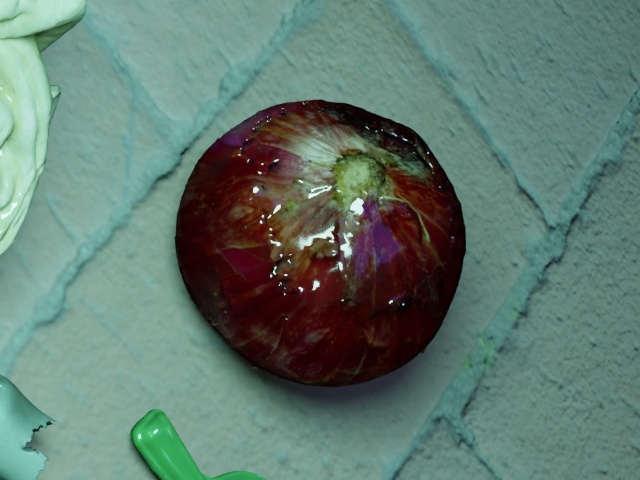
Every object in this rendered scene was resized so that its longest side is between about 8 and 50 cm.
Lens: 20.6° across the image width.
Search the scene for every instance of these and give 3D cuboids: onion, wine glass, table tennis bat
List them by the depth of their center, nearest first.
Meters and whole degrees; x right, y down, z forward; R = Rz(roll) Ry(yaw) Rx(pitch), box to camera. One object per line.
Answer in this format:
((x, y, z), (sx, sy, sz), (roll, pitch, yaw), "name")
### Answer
((-0.305, 0.126, 1.432), (0.195, 0.079, 0.079), (40, 54, -27), "wine glass")
((-0.096, 0.262, 1.617), (0.160, 0.039, 0.257), (-49, 117, -39), "table tennis bat")
((0.000, 0.000, 1.644), (0.276, 0.276, 0.276), (14, 69, -40), "onion")

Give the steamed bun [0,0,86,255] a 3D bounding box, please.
((-0.366, -0.166, 1.354), (0.346, 0.237, 0.394), (-35, 135, -21), "steamed bun")
